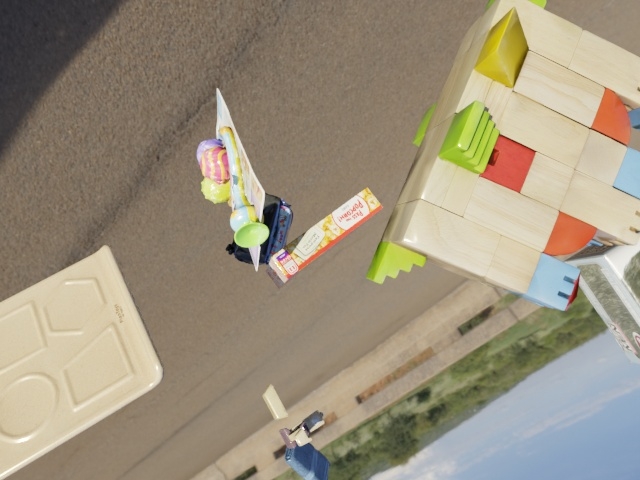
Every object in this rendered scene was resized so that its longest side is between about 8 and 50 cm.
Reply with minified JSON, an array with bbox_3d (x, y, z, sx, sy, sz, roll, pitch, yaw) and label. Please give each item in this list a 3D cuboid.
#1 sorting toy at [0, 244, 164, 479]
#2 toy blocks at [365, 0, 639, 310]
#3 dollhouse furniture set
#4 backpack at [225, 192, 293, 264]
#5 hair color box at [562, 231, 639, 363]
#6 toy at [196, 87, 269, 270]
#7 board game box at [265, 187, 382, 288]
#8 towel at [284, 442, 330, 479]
[{"bbox_3d":[-0.293,0.128,0.498,0.208,0.193,0.038,-32,153,-8],"label":"sorting toy"},{"bbox_3d":[0.251,-0.080,0.516,0.191,0.261,0.381,177,-63,-84],"label":"toy blocks"},{"bbox_3d":[-0.040,0.294,0.797,0.081,0.114,0.091,-25,165,-29],"label":"dollhouse furniture set"},{"bbox_3d":[-0.127,-0.024,0.990,0.117,0.158,0.173,14,178,-2],"label":"backpack"},{"bbox_3d":[0.585,0.009,0.652,0.375,0.185,0.113,-31,174,-3],"label":"hair color box"},{"bbox_3d":[-0.132,-0.085,0.603,0.056,0.237,0.136,-12,139,-23],"label":"toy"},{"bbox_3d":[0.000,0.000,0.756,0.194,0.045,0.147,-37,177,-15],"label":"board game box"},{"bbox_3d":[-0.027,0.457,0.922,0.029,0.067,0.119,-28,115,27],"label":"towel"}]
